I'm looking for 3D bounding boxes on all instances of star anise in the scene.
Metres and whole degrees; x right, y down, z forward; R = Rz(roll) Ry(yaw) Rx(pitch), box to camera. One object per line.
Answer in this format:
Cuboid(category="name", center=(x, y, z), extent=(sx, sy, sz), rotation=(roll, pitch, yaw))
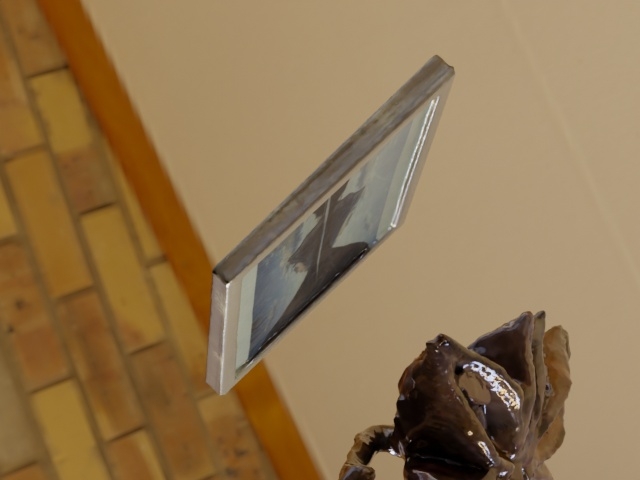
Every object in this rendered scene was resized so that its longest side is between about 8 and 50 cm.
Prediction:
Cuboid(category="star anise", center=(0.101, 0.164, 1.169), extent=(0.109, 0.349, 0.292), rotation=(8, -60, 29))

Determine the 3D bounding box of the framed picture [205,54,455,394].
Cuboid(category="framed picture", center=(0.000, 0.000, 0.792), extent=(0.015, 0.150, 0.203), rotation=(43, -18, 10))
